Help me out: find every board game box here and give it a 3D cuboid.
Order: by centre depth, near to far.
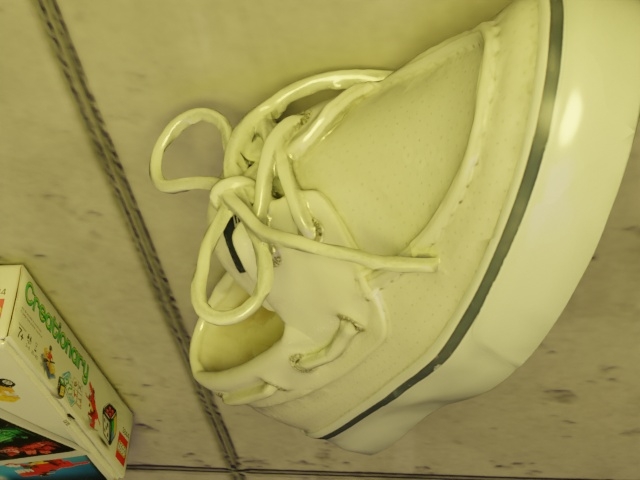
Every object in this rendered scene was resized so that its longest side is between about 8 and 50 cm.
[{"bbox_3d":[-0.290,0.089,0.871,0.305,0.053,0.193,-2,148,12],"label":"board game box"}]

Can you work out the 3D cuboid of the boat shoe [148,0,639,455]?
[{"bbox_3d":[0.001,-0.007,0.618,0.156,0.136,0.367,15,157,-10],"label":"boat shoe"}]
